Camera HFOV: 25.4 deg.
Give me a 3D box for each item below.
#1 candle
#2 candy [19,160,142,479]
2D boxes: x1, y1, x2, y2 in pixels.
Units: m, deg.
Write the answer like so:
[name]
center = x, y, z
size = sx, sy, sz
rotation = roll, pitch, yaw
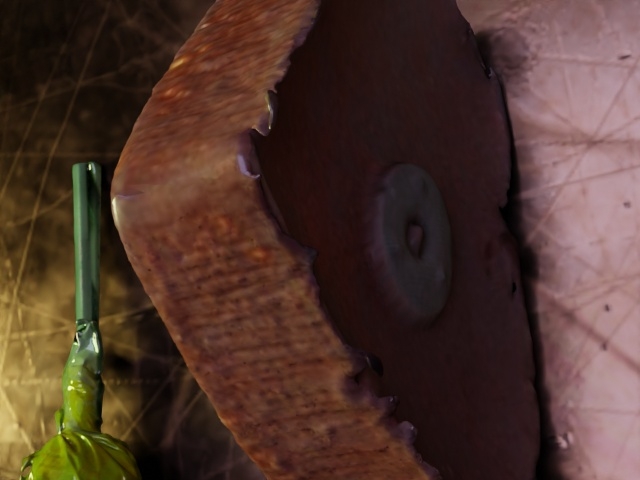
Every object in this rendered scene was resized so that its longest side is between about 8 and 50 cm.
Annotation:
[candle]
center = 0.000, 0.000, 0.725
size = 0.131, 0.287, 0.317
rotation = -14, 80, 26
[candy]
center = -0.149, 0.072, 0.898
size = 0.073, 0.077, 0.262
rotation = -4, 70, 0
